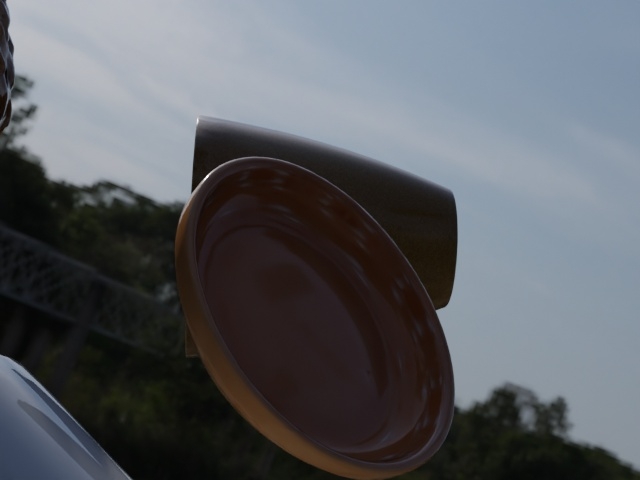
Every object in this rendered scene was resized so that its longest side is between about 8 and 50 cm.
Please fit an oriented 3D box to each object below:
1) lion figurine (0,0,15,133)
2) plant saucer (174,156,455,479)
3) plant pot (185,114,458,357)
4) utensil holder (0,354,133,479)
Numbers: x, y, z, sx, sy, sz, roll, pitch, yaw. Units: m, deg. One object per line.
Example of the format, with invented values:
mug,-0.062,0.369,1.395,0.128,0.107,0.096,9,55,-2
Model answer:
lion figurine,-0.312,-0.057,0.887,0.142,0.240,0.392,10,28,3
plant saucer,-0.006,0.045,0.742,0.200,0.200,0.037,27,-49,-35
plant pot,0.000,0.000,1.294,0.254,0.237,0.237,2,-7,-3
utensil holder,-0.117,0.284,0.538,0.385,0.327,0.327,47,-3,12
